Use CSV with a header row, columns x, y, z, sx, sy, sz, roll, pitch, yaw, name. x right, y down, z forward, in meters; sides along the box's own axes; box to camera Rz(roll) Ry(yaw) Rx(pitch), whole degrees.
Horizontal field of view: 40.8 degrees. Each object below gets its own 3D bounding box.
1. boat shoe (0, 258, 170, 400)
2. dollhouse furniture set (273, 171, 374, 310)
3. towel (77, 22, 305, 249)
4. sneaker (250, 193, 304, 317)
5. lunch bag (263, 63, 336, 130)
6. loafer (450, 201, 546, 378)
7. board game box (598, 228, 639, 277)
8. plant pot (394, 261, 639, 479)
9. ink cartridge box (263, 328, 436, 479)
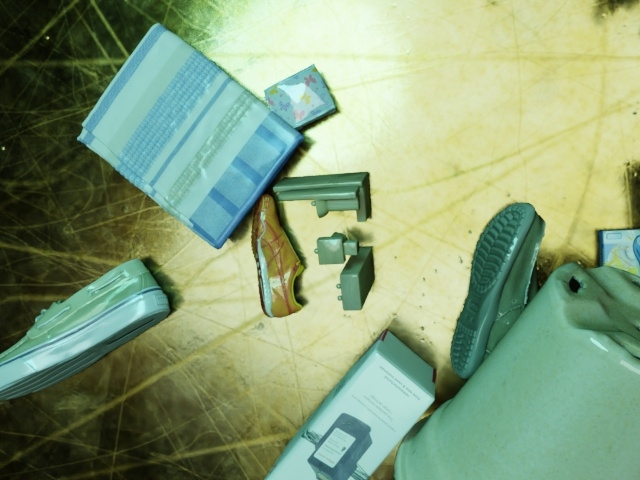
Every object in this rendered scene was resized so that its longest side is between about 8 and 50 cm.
x,y,z,sx,sy,sz,roll,pitch,yaw,name
-0.362,0.132,1.246,0.302,0.109,0.094,-28,73,0,boat shoe
0.000,0.000,1.164,0.123,0.144,0.151,-2,107,14,dollhouse furniture set
-0.187,-0.147,1.209,0.285,0.034,0.209,39,99,13,towel
-0.060,0.020,1.212,0.068,0.064,0.175,-9,96,-13,sneaker
-0.030,-0.194,1.190,0.083,0.053,0.071,-28,91,0,lunch bag
0.249,0.070,1.153,0.087,0.094,0.251,12,105,-16,loafer
0.474,0.049,1.134,0.201,0.035,0.136,-3,93,8,board game box
0.295,0.205,0.978,0.334,0.334,0.305,25,117,7,plant pot
0.042,0.248,1.143,0.100,0.172,0.237,40,98,5,ink cartridge box
